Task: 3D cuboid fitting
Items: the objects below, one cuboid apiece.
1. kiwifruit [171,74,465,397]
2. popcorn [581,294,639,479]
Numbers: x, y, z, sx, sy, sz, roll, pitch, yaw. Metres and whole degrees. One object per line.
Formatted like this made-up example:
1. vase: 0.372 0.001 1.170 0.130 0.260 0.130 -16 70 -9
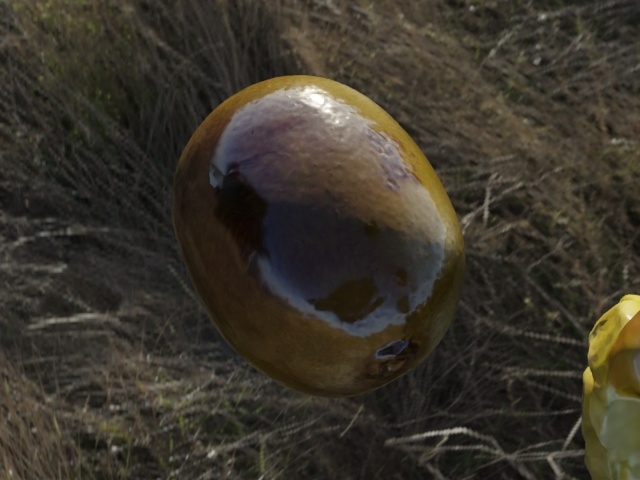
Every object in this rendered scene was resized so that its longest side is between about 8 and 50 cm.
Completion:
1. kiwifruit: 0.000 0.000 0.749 0.196 0.196 0.234 -20 51 -20
2. popcorn: 0.334 0.167 0.781 0.225 0.265 0.332 14 67 -51
